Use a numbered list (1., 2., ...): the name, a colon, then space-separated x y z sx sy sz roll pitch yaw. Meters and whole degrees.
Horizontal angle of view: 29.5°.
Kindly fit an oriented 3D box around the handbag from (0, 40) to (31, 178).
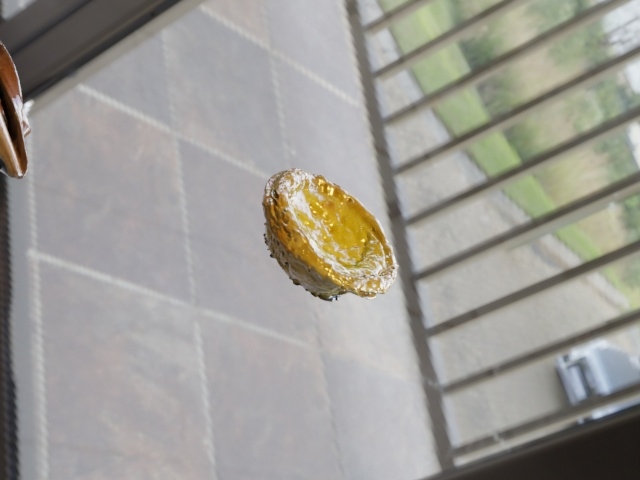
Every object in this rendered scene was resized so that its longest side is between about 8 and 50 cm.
1. handbag: -0.332 -0.116 0.961 0.193 0.190 0.251 62 -3 -17

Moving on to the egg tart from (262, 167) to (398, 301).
1. egg tart: 0.000 0.000 1.386 0.191 0.074 0.191 34 33 -25
